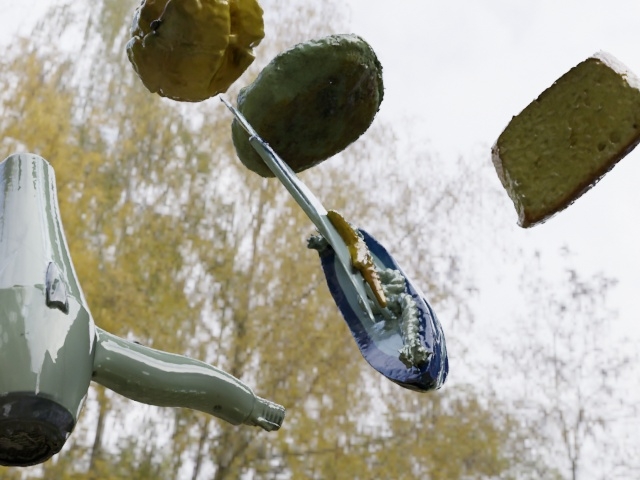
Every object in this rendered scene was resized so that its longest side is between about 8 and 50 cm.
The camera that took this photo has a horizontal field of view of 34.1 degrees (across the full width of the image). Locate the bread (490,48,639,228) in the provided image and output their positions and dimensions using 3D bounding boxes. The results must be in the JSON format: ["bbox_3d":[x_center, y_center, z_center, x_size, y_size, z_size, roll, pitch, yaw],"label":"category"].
[{"bbox_3d":[0.239,-0.098,1.003,0.187,0.103,0.065,-40,-8,17],"label":"bread"}]

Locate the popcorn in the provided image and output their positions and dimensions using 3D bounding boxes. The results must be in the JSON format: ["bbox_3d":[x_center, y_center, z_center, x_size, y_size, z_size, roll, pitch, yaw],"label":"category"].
[{"bbox_3d":[-0.141,-0.235,1.178,0.167,0.152,0.148,-31,-84,22],"label":"popcorn"}]

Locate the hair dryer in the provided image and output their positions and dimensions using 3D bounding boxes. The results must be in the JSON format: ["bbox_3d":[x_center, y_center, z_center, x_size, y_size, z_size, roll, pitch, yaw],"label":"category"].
[{"bbox_3d":[-0.143,0.035,0.663,0.225,0.219,0.088,5,-42,-48],"label":"hair dryer"}]

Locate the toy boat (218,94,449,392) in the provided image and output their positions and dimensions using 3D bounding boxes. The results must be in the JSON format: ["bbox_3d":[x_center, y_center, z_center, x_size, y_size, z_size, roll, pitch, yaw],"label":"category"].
[{"bbox_3d":[0.000,0.000,0.818,0.067,0.220,0.291,-38,-54,7],"label":"toy boat"}]

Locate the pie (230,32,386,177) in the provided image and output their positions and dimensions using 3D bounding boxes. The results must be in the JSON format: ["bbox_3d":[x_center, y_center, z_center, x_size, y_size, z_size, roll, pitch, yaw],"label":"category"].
[{"bbox_3d":[-0.009,-0.137,1.088,0.186,0.041,0.187,-25,-33,-18],"label":"pie"}]
